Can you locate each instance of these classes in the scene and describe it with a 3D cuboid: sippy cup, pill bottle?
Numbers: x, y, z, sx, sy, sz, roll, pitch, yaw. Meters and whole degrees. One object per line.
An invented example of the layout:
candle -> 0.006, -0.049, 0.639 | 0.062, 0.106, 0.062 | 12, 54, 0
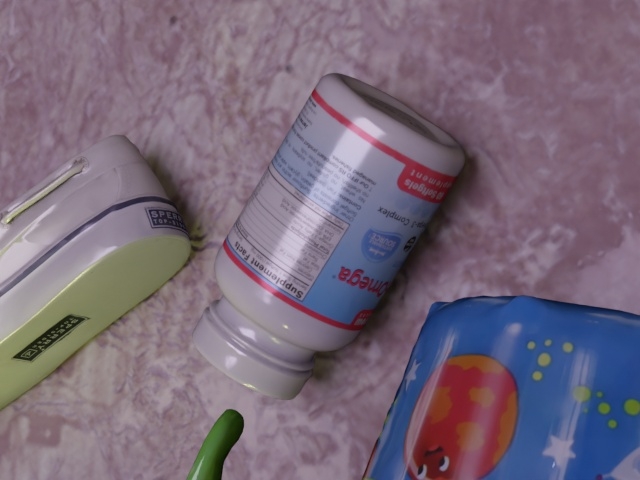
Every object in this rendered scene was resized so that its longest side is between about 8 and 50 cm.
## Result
sippy cup -> 0.106, 0.148, 0.797 | 0.240, 0.305, 0.224 | -2, 71, 58
pill bottle -> 0.000, 0.000, 0.938 | 0.087, 0.087, 0.160 | 38, 104, 27

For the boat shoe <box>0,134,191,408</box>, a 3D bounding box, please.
boat shoe -> -0.199, 0.035, 1.047 | 0.267, 0.096, 0.088 | -36, 65, 21
